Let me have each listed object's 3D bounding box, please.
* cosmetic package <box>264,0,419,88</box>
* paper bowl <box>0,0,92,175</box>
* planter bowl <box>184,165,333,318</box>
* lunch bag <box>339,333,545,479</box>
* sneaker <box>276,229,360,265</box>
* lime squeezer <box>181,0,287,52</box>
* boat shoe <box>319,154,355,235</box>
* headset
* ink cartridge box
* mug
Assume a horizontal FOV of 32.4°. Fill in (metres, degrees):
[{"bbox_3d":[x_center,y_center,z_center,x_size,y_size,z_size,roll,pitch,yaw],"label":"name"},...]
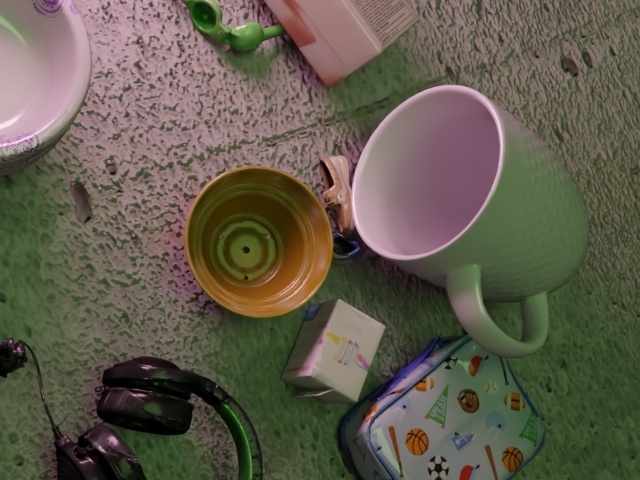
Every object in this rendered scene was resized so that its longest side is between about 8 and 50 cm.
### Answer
[{"bbox_3d":[-0.003,-0.403,1.688,0.296,0.129,0.153,55,43,-8],"label":"cosmetic package"},{"bbox_3d":[-0.443,-0.218,1.394,0.284,0.148,0.284,5,77,-23],"label":"paper bowl"},{"bbox_3d":[-0.098,0.008,1.582,0.217,0.090,0.217,3,79,-18],"label":"planter bowl"},{"bbox_3d":[0.189,0.285,1.680,0.303,0.115,0.243,-35,95,-29],"label":"lunch bag"},{"bbox_3d":[0.000,0.000,1.665,0.135,0.058,0.052,11,74,-26],"label":"sneaker"},{"bbox_3d":[-0.142,-0.348,1.661,0.310,0.059,0.110,19,71,-24],"label":"lime squeezer"},{"bbox_3d":[0.024,-0.068,1.696,0.045,0.050,0.135,0,61,-19],"label":"boat shoe"},{"bbox_3d":[-0.246,0.248,1.402,0.394,0.185,0.243,35,65,-11],"label":"headset"},{"bbox_3d":[0.015,0.173,1.617,0.090,0.092,0.143,31,68,-21],"label":"ink cartridge box"},{"bbox_3d":[0.257,-0.002,1.661,0.328,0.276,0.374,27,49,-42],"label":"mug"}]
